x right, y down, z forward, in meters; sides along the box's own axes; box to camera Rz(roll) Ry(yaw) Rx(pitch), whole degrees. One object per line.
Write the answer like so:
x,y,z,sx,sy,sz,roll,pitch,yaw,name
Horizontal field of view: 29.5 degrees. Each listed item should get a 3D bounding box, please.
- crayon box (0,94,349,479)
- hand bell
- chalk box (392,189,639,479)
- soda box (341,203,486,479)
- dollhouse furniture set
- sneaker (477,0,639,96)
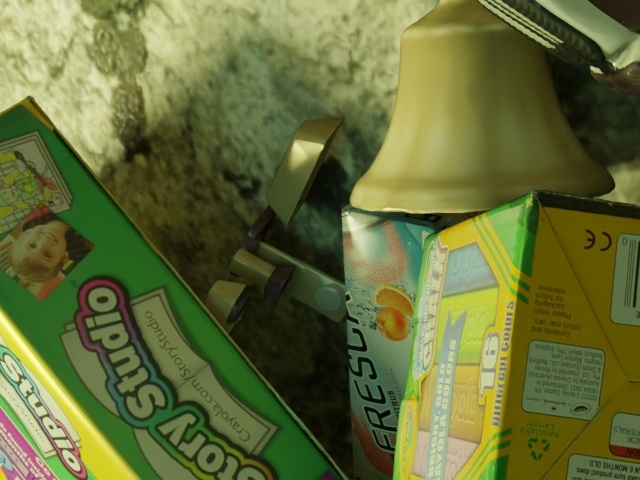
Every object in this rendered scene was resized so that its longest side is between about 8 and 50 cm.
-0.134,0.140,0.771,0.363,0.106,0.313,50,147,6,crayon box
0.068,-0.140,0.562,0.126,0.126,0.242,2,101,35,hand bell
0.112,0.064,0.540,0.132,0.213,0.132,9,83,-7,chalk box
0.054,0.060,0.676,0.058,0.063,0.183,12,118,31,soda box
0.000,0.000,0.684,0.081,0.091,0.114,28,123,3,dollhouse furniture set
0.203,-0.101,0.474,0.281,0.106,0.162,32,97,-6,sneaker
